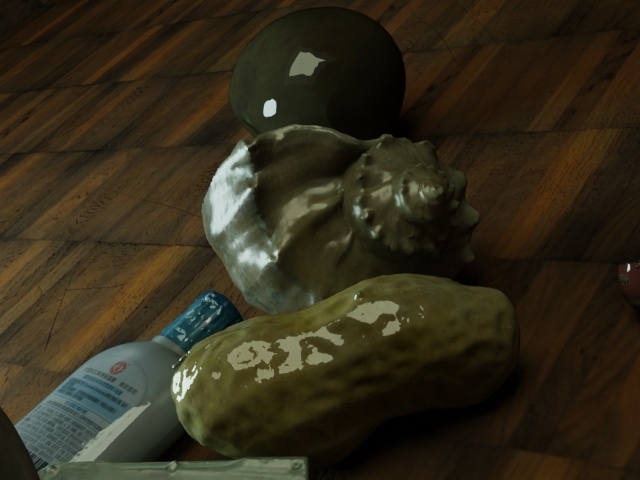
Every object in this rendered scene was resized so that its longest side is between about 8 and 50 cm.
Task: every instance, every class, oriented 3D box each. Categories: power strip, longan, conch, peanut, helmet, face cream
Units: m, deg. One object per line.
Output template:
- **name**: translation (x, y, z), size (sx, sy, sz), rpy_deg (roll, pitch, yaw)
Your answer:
- **power strip**: translation (-0.133, 0.229, 0.937), size (0.286, 0.048, 0.080), rpy_deg (-3, 43, 13)
- **longan**: translation (-0.003, -0.198, 1.435), size (0.246, 0.215, 0.246), rpy_deg (-32, 6, 4)
- **conch**: translation (0.000, 0.007, 1.096), size (0.324, 0.263, 0.186), rpy_deg (-42, 27, 40)
- **peanut**: translation (0.024, 0.114, 0.973), size (0.313, 0.149, 0.149), rpy_deg (-21, 29, 3)
- **helmet**: translation (0.304, 0.043, 0.969), size (0.084, 0.049, 0.065), rpy_deg (2, -6, -2)
- **face cream**: translation (-0.209, 0.176, 1.111), size (0.163, 0.080, 0.337), rpy_deg (14, 47, 42)

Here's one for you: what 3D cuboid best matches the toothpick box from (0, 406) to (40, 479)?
- **toothpick box**: translation (-0.452, 0.273, 0.799), size (0.425, 0.409, 0.409), rpy_deg (-23, 28, 14)
